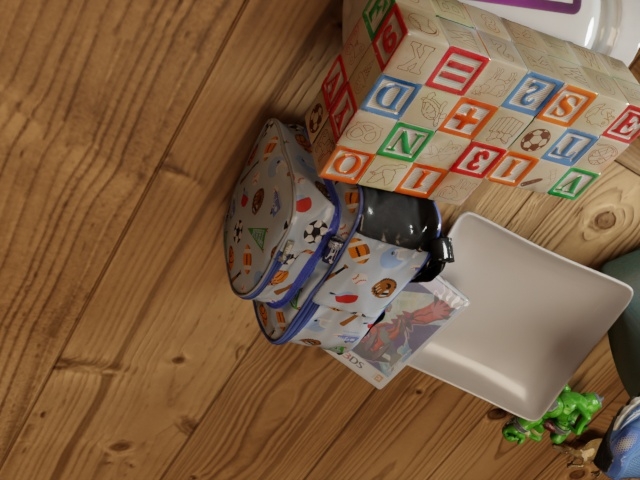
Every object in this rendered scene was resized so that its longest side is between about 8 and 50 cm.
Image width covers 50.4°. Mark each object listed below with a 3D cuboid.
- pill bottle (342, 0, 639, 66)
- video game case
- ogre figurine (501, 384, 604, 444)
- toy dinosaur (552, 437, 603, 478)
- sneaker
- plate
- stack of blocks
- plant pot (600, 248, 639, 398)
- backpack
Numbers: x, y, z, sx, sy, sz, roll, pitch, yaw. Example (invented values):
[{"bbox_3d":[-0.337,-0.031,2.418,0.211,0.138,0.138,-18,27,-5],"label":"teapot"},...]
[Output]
[{"bbox_3d":[0.188,-0.244,0.741,0.301,0.169,0.169,1,123,-17],"label":"pill bottle"},{"bbox_3d":[0.086,0.106,1.005,0.183,0.023,0.201,37,108,-15],"label":"video game case"},{"bbox_3d":[0.437,0.320,1.241,0.197,0.097,0.118,17,129,-13],"label":"ogre figurine"},{"bbox_3d":[0.561,0.429,1.375,0.183,0.053,0.092,-9,124,-10],"label":"toy dinosaur"},{"bbox_3d":[0.517,0.273,0.887,0.330,0.147,0.130,-3,124,-13],"label":"sneaker"},{"bbox_3d":[0.275,0.117,1.035,0.278,0.045,0.277,25,116,0],"label":"plate"},{"bbox_3d":[0.156,-0.123,0.674,0.297,0.087,0.171,9,138,-25],"label":"stack of blocks"},{"bbox_3d":[0.569,0.131,1.052,0.247,0.252,0.248,-24,126,0],"label":"plant pot"},{"bbox_3d":[0.000,0.000,0.807,0.213,0.276,0.263,10,127,-16],"label":"backpack"}]
